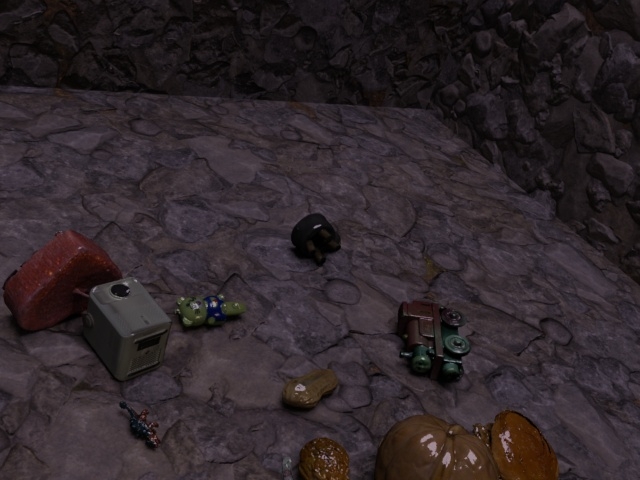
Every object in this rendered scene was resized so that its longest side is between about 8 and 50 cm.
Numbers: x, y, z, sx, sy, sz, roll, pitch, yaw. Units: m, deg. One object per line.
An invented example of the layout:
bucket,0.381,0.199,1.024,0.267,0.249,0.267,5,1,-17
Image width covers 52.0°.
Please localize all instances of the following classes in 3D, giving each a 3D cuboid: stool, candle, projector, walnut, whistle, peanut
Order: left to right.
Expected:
candle,-0.677,0.104,1.790,0.131,0.287,0.317,42,36,23
projector,-0.529,0.228,1.774,0.163,0.177,0.242,-14,44,-43
whistle,-0.332,0.211,1.991,0.227,0.085,0.105,-1,47,-30
peanut,-0.023,0.415,1.851,0.194,0.083,0.093,-11,44,-40
stool,0.004,-0.007,2.430,0.228,0.153,0.139,-8,41,-36
walnut,0.278,0.572,1.608,0.296,0.285,0.285,23,31,20

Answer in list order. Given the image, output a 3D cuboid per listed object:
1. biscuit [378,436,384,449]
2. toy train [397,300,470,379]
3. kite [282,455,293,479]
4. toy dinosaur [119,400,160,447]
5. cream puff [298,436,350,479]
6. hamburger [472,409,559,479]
biscuit,0.228,0.588,1.788,0.152,0.020,0.152,15,33,-10
toy train,0.366,0.327,2.153,0.221,0.150,0.304,7,34,0
kite,-0.069,0.643,1.555,0.335,0.011,0.314,8,34,-20
toy dinosaur,-0.442,0.449,1.610,0.154,0.049,0.055,40,40,21
cream puff,0.011,0.551,1.636,0.126,0.103,0.144,12,21,-28
hamburger,0.481,0.587,1.719,0.260,0.211,0.245,42,30,2
